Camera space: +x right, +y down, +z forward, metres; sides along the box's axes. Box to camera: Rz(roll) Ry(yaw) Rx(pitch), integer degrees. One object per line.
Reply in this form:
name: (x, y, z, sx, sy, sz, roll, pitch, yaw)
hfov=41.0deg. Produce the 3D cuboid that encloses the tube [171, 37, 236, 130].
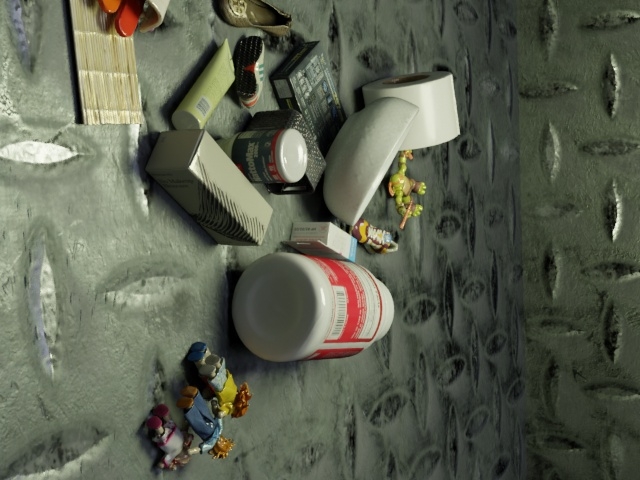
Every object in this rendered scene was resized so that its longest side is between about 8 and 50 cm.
tube: (-0.220, -0.299, 1.698, 0.062, 0.070, 0.240, 35, 47, -12)

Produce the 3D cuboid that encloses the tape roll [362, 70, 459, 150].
tape roll: (0.244, -0.354, 2.322, 0.246, 0.246, 0.169, -36, 120, -55)

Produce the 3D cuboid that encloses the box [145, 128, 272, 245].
box: (-0.209, -0.097, 1.659, 0.275, 0.113, 0.094, 49, 50, -47)

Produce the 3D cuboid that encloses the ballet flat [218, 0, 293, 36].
ballet flat: (-0.132, -0.488, 1.844, 0.250, 0.058, 0.084, 2, 88, -60)

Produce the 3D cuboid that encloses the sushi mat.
sushi mat: (-0.370, -0.355, 1.466, 0.151, 0.019, 0.316, -17, 105, -58)

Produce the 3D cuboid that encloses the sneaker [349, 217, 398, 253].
sneaker: (0.144, -0.014, 2.307, 0.185, 0.084, 0.069, 32, 63, -57)

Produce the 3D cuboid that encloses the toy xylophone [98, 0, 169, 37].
toy xylophone: (-0.332, -0.509, 1.429, 0.322, 0.081, 0.236, 55, 45, -45)

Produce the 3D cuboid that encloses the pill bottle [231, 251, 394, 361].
pill bottle: (0.004, 0.152, 1.915, 0.408, 0.229, 0.229, 11, 81, -60)

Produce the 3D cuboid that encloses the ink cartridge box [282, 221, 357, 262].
ink cartridge box: (0.000, 0.000, 2.031, 0.181, 0.104, 0.061, 31, 63, -57)

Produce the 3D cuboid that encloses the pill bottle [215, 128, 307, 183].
pill bottle: (-0.128, -0.168, 1.729, 0.108, 0.180, 0.108, 0, 90, -60)

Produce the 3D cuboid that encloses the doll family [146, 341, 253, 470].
doll family: (-0.211, 0.331, 1.645, 0.263, 0.118, 0.163, -61, 140, -41)

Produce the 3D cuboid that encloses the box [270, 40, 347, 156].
box: (-0.022, -0.329, 2.037, 0.183, 0.059, 0.232, -57, 136, -43)

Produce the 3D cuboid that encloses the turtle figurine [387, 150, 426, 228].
turtle figurine: (0.239, -0.140, 2.473, 0.217, 0.087, 0.269, 36, 50, -64)

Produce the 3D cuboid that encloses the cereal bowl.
cereal bowl: (0.102, -0.211, 2.095, 0.339, 0.141, 0.339, -60, 177, -5)

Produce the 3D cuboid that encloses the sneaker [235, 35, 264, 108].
sneaker: (-0.150, -0.358, 1.832, 0.075, 0.057, 0.161, 85, 8, -69)

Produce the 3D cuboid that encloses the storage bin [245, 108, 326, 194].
storage bin: (-0.079, -0.191, 1.873, 0.180, 0.122, 0.084, 60, 41, -41)
